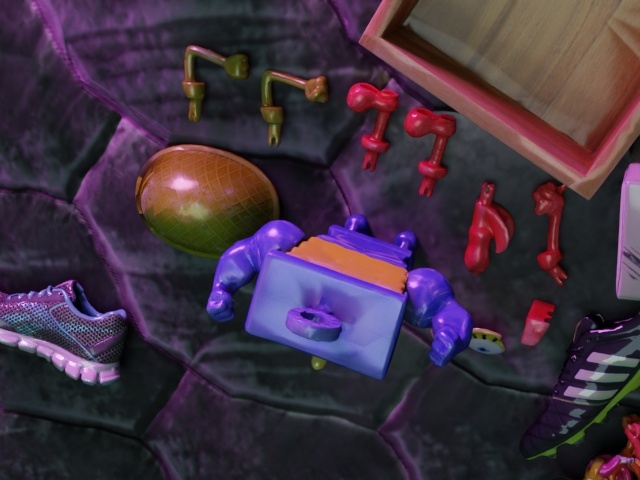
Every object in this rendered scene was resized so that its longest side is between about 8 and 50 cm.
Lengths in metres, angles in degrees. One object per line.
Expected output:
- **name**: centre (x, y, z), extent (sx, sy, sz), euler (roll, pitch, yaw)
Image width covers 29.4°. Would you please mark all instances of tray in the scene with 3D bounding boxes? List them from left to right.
- **tray**: centre (0.218, -0.251, 0.814), extent (0.203, 0.076, 0.411), euler (35, 117, 5)

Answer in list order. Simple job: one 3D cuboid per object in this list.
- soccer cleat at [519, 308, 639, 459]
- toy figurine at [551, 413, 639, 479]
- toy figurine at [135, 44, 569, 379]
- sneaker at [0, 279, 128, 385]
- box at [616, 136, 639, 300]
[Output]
- **soccer cleat**: centre (0.215, 0.102, 0.962), extent (0.072, 0.060, 0.179), euler (47, 110, 7)
- **toy figurine**: centre (0.284, 0.166, 0.948), extent (0.173, 0.130, 0.159), euler (29, 104, 32)
- **toy figurine**: centre (0.000, 0.000, 0.900), extent (0.362, 0.217, 0.191), euler (21, 114, 9)
- **sneaker**: centre (-0.244, 0.065, 1.097), extent (0.166, 0.065, 0.076), euler (23, 98, 5)
- **box**: centre (0.349, -0.007, 0.845), extent (0.275, 0.113, 0.094), euler (5, 112, 17)
